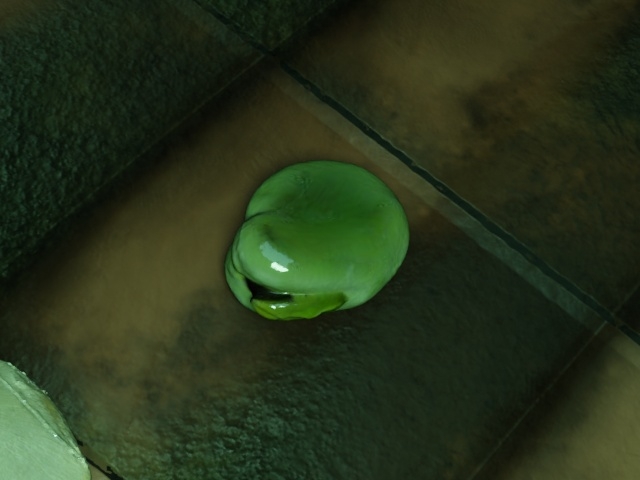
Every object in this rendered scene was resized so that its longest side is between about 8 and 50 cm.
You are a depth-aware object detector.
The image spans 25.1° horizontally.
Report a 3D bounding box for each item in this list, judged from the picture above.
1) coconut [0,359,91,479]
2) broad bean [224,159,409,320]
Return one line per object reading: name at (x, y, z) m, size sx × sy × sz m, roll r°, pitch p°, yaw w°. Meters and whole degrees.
coconut at (-0.307, 0.221, 1.192) m, size 0.244 × 0.247 × 0.245 m, roll 6°, pitch 56°, yaw -9°
broad bean at (0.000, 0.000, 1.487) m, size 0.169 × 0.100 × 0.228 m, roll 33°, pitch 56°, yaw 1°
